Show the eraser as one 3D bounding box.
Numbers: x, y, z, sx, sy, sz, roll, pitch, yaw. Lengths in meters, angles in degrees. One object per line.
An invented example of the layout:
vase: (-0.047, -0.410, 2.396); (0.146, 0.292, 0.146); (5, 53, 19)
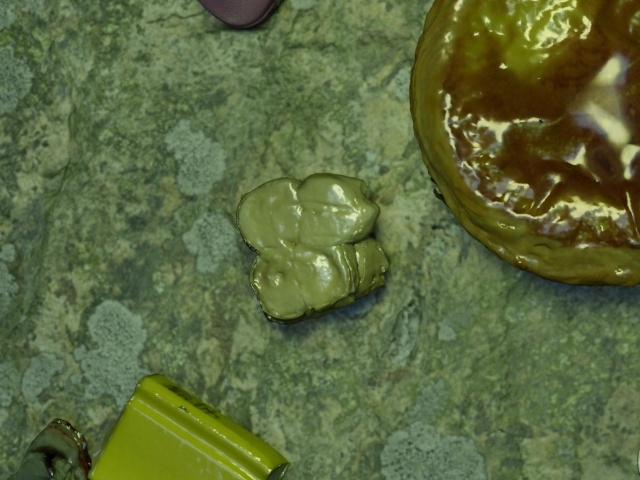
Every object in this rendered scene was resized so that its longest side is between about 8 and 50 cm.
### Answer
eraser: (-0.170, 0.290, 1.711); (0.226, 0.069, 0.158); (30, 99, 13)

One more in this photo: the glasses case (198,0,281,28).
glasses case: (-0.043, -0.411, 1.683); (0.123, 0.076, 0.316); (41, 99, 11)

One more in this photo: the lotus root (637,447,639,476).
lotus root: (0.427, 0.251, 1.546); (0.122, 0.081, 0.112); (-20, 83, 14)

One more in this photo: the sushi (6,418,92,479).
sushi: (-0.337, 0.400, 1.722); (0.124, 0.130, 0.332); (-15, 87, 17)

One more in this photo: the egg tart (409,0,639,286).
egg tart: (0.322, -0.164, 1.531); (0.443, 0.178, 0.443); (0, 92, 15)

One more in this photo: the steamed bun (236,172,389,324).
steamed bun: (0.000, 0.000, 1.654); (0.192, 0.106, 0.177); (-22, 88, 22)
